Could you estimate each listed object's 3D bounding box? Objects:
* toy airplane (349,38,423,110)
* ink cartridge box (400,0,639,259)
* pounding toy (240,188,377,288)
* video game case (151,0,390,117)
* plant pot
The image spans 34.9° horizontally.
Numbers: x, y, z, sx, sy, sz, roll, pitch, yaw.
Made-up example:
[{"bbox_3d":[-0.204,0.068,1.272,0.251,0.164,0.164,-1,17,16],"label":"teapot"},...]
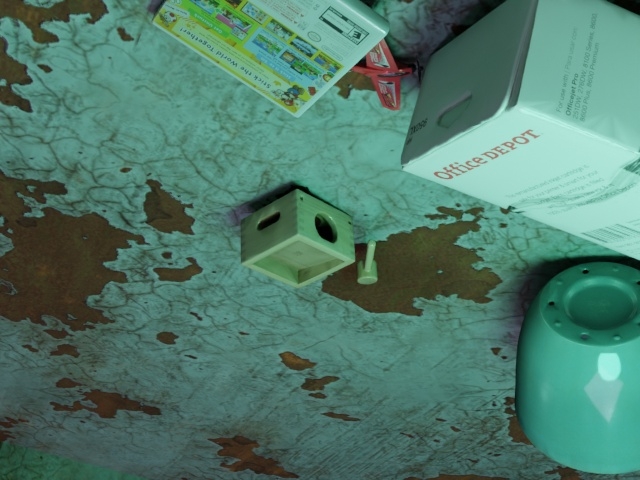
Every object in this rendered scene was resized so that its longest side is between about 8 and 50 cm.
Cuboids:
[{"bbox_3d":[0.057,-0.217,1.299,0.151,0.028,0.151,6,151,3],"label":"toy airplane"},{"bbox_3d":[0.335,-0.120,1.191,0.395,0.166,0.285,19,165,-16],"label":"ink cartridge box"},{"bbox_3d":[0.011,-0.002,1.596,0.181,0.094,0.206,-27,143,36],"label":"pounding toy"},{"bbox_3d":[-0.064,-0.264,1.231,0.227,0.026,0.206,31,142,-19],"label":"video game case"},{"bbox_3d":[0.443,0.178,1.601,0.293,0.293,0.235,-2,133,16],"label":"plant pot"}]
